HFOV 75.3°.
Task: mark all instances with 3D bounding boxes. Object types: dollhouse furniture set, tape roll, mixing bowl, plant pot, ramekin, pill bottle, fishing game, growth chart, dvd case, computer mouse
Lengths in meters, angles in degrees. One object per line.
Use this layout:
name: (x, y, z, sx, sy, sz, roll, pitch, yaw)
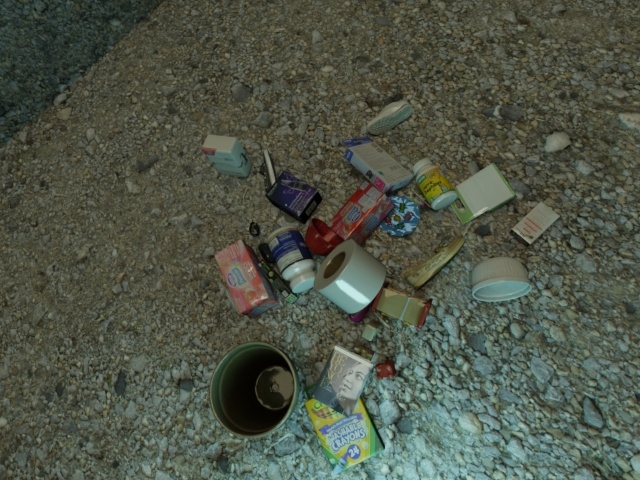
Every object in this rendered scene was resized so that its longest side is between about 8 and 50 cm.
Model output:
dollhouse furniture set: (0.272, 0.367, 1.616, 0.202, 0.152, 0.373, 22, 95, 18)
tape roll: (0.113, 0.141, 1.629, 0.169, 0.246, 0.246, 39, 82, -16)
mixing bowl: (0.000, 0.000, 1.783, 0.098, 0.182, 0.181, -46, 66, 19)
plant pot: (-0.209, 0.554, 1.566, 0.324, 0.280, 0.322, -4, 71, 12)
ramekin: (0.667, 0.144, 1.555, 0.208, 0.207, 0.108, -6, 60, 11)
pill bottle: (-0.115, 0.081, 1.776, 0.153, 0.153, 0.264, -28, 68, 2)
pill bottle: (0.481, -0.245, 1.772, 0.118, 0.117, 0.208, -26, 68, 3)
fishing game: (0.332, -0.112, 1.780, 0.264, 0.041, 0.189, -40, 71, -1)
growth chart: (0.299, -0.114, 1.821, 0.238, 0.021, 0.171, -10, 71, 10)
dvd case: (0.083, 0.523, 1.555, 0.165, 0.018, 0.221, 23, 81, 18)
computer mouse: (-0.261, 0.003, 1.881, 0.071, 0.041, 0.242, -13, 58, -36)

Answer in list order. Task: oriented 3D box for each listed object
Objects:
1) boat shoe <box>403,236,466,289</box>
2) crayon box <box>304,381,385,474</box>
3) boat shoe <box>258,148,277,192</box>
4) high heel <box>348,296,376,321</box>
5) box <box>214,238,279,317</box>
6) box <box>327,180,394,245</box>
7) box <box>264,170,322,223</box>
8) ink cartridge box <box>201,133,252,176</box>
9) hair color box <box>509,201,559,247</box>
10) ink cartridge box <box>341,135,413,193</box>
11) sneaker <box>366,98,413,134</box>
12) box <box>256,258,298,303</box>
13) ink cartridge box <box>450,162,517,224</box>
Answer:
boat shoe: (0.464, 0.076, 1.672, 0.285, 0.104, 0.089, -42, 71, -3)
crayon box: (0.079, 0.671, 1.567, 0.203, 0.083, 0.322, -28, 67, 2)
boat shoe: (-0.260, -0.332, 1.997, 0.076, 0.080, 0.228, -16, 76, 5)
high heel: (0.184, 0.218, 1.679, 0.082, 0.117, 0.244, 28, 80, 20)
box: (-0.318, 0.167, 1.793, 0.142, 0.154, 0.299, -30, 69, 1)
box: (0.171, -0.106, 1.759, 0.256, 0.123, 0.128, -50, 52, 3)
box: (-0.122, -0.197, 1.898, 0.207, 0.108, 0.153, 31, 81, 20)
ink cartridge box: (-0.441, -0.402, 1.981, 0.159, 0.217, 0.092, 11, 69, 16)
hair color box: (0.855, -0.063, 1.659, 0.167, 0.053, 0.093, -41, 69, -5)
ink cartridge box: (0.242, -0.343, 1.840, 0.186, 0.065, 0.311, -23, 63, -39)
sneaker: (0.315, -0.583, 1.954, 0.235, 0.090, 0.094, -28, 55, -2)
box: (-0.184, 0.177, 1.780, 0.036, 0.114, 0.207, -41, 68, -3)
ink cartridge box: (0.670, -0.191, 1.747, 0.235, 0.056, 0.171, -34, 65, 24)
